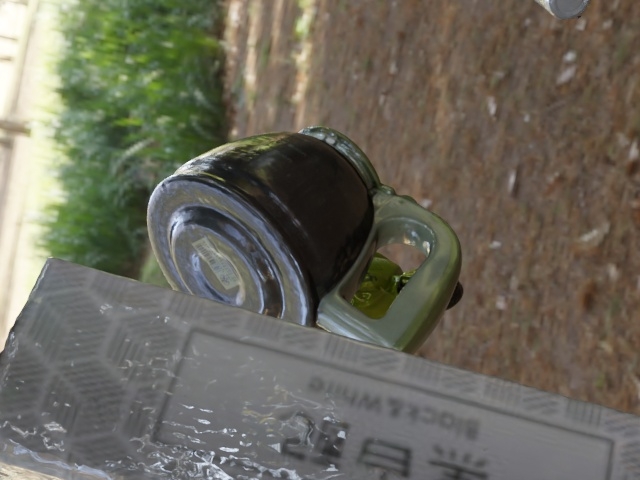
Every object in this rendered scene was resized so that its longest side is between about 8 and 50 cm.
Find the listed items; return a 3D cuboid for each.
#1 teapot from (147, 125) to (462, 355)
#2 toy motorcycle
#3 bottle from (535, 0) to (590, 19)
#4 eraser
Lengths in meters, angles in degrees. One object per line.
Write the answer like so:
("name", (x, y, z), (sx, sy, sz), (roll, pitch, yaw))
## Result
("teapot", (-0.011, -0.020, 1.241), (0.322, 0.239, 0.239), (6, 127, 43))
("toy motorcycle", (0.010, 0.102, 1.483), (0.206, 0.342, 0.142), (13, 125, 61))
("bottle", (0.267, -0.341, 1.389), (0.217, 0.060, 0.060), (-116, 39, -54))
("eraser", (0.062, 0.116, 0.474), (0.098, 0.404, 0.096), (96, -169, -61))
